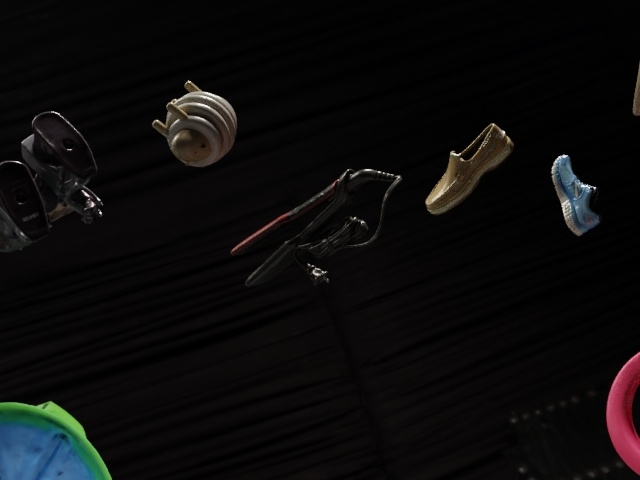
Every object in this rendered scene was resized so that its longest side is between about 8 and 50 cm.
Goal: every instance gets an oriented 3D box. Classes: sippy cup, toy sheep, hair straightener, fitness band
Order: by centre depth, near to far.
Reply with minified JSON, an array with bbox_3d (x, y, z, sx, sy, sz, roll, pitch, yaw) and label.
[{"bbox_3d":[-0.370,0.321,0.729,0.240,0.224,0.305,61,22,11],"label":"sippy cup"},{"bbox_3d":[0.000,0.000,0.736,0.047,0.230,0.089,-10,73,-54],"label":"hair straightener"},{"bbox_3d":[-0.139,-0.134,0.819,0.132,0.091,0.091,-69,150,-49],"label":"toy sheep"},{"bbox_3d":[0.517,0.223,0.917,0.290,0.054,0.209,-15,-114,47],"label":"fitness band"}]

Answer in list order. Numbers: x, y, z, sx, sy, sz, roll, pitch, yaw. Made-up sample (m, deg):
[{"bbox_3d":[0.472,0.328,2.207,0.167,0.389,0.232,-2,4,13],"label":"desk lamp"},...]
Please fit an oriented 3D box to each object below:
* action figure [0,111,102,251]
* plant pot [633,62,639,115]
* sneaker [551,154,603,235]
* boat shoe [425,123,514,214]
[{"bbox_3d":[-0.325,-0.028,0.772,0.099,0.185,0.285,51,-31,-8],"label":"action figure"},{"bbox_3d":[0.498,-0.248,0.983,0.096,0.109,0.109,43,58,-53],"label":"plant pot"},{"bbox_3d":[0.494,-0.091,1.340,0.063,0.073,0.162,19,54,-52],"label":"sneaker"},{"bbox_3d":[0.250,-0.130,1.247,0.072,0.190,0.068,42,5,-27],"label":"boat shoe"}]
